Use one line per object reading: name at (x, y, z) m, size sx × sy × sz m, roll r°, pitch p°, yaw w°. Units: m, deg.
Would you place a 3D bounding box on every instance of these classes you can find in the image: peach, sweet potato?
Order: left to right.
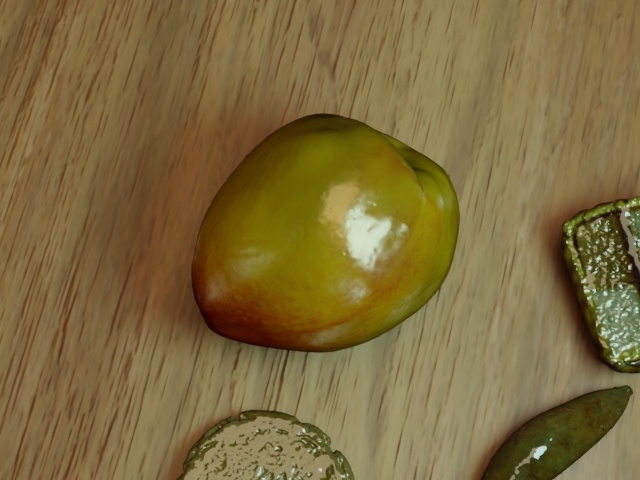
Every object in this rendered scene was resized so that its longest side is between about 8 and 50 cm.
peach at (0.002, 0.001, 1.465) m, size 0.289 × 0.289 × 0.308 m, roll 39°, pitch 103°, yaw 9°
sweet potato at (0.256, 0.292, 1.482) m, size 0.108 × 0.079 × 0.346 m, roll 37°, pitch 78°, yaw -4°

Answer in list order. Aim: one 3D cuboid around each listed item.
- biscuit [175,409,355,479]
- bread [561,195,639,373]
biscuit at (-0.069, 0.312, 1.482) m, size 0.226 × 0.042 × 0.226 m, roll 0°, pitch 72°, yaw 0°
bread at (0.409, 0.050, 1.532) m, size 0.181 × 0.096 × 0.222 m, roll -21°, pitch 74°, yaw 12°
